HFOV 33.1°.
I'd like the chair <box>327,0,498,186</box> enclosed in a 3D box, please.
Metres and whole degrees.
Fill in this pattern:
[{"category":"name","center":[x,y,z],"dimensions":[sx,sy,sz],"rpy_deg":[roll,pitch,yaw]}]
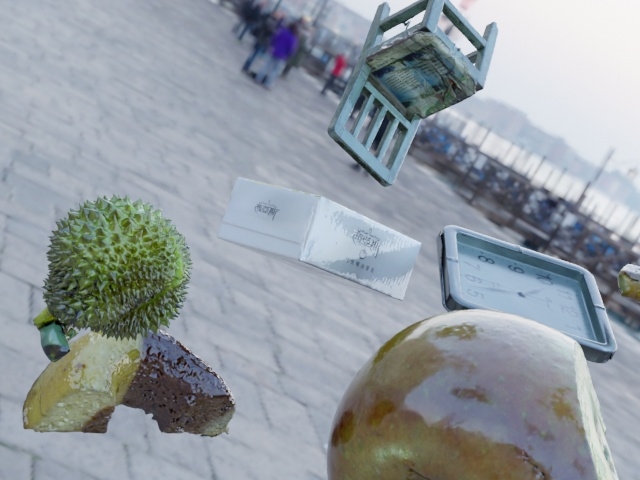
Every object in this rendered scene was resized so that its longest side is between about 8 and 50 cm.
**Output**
[{"category":"chair","center":[0.137,-0.230,1.513],"dimensions":[0.147,0.270,0.136],"rpy_deg":[-19,-51,43]}]

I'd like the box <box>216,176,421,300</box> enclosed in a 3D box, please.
[{"category":"box","center":[0.000,0.000,1.692],"dimensions":[0.194,0.111,0.260],"rpy_deg":[15,-4,43]}]

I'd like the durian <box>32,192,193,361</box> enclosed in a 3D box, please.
[{"category":"durian","center":[-0.224,0.034,1.181],"dimensions":[0.159,0.198,0.146],"rpy_deg":[0,58,-30]}]

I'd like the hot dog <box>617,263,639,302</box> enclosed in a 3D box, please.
[{"category":"hot dog","center":[0.604,0.092,1.664],"dimensions":[0.289,0.068,0.083],"rpy_deg":[10,3,15]}]

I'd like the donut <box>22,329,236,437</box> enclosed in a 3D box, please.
[{"category":"donut","center":[-0.244,0.177,1.462],"dimensions":[0.295,0.112,0.151],"rpy_deg":[10,56,-32]}]

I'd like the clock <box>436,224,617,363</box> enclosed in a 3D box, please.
[{"category":"clock","center":[0.318,0.086,1.717],"dimensions":[0.279,0.049,0.273],"rpy_deg":[18,27,-5]}]

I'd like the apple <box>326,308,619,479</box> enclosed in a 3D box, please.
[{"category":"apple","center":[0.205,0.266,1.276],"dimensions":[0.384,0.374,0.374],"rpy_deg":[34,10,21]}]
